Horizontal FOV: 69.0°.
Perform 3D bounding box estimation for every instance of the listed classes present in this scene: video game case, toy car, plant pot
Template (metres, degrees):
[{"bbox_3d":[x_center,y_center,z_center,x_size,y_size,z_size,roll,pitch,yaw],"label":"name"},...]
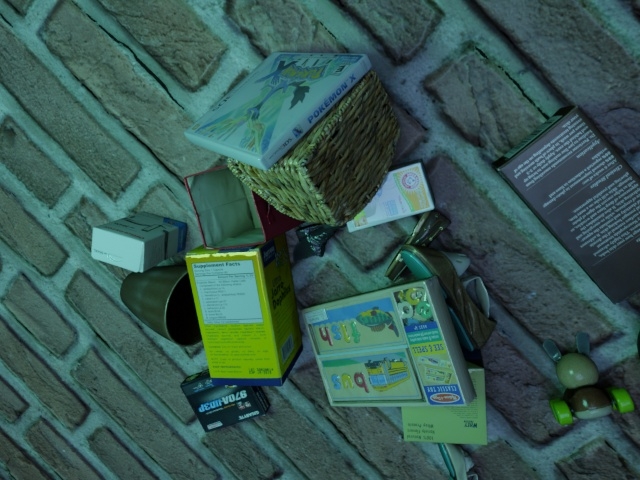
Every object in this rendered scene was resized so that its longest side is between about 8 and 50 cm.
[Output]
[{"bbox_3d":[-0.103,-0.285,0.960,0.300,0.329,0.036,-48,132,-14],"label":"video game case"},{"bbox_3d":[0.606,0.318,1.099,0.155,0.149,0.188,-19,71,15],"label":"toy car"},{"bbox_3d":[-0.426,0.155,1.271,0.231,0.215,0.215,10,107,26],"label":"plant pot"}]

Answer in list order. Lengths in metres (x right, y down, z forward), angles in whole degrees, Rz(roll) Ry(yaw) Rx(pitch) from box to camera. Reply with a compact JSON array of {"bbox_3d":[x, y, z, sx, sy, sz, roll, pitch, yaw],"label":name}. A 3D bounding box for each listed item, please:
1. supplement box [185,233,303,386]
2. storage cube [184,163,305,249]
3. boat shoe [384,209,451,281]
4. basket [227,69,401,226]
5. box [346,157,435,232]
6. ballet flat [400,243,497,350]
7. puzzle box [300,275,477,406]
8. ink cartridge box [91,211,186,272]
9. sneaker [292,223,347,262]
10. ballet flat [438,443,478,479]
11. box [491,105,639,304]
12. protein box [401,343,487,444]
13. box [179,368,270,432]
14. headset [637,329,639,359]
[{"bbox_3d":[-0.184,0.170,1.203,0.195,0.195,0.355,-4,104,15],"label":"supplement box"},{"bbox_3d":[-0.166,-0.097,1.105,0.215,0.193,0.183,-8,103,32],"label":"storage cube"},{"bbox_3d":[0.232,0.021,1.120,0.073,0.073,0.206,34,110,6],"label":"boat shoe"},{"bbox_3d":[0.002,-0.184,0.985,0.223,0.299,0.213,9,146,41],"label":"basket"},{"bbox_3d":[0.154,-0.107,1.090,0.203,0.103,0.114,-15,101,18],"label":"box"},{"bbox_3d":[0.315,0.109,1.086,0.124,0.116,0.342,-40,108,-8],"label":"ballet flat"},{"bbox_3d":[0.136,0.256,1.102,0.409,0.052,0.271,-22,85,44],"label":"puzzle box"},{"bbox_3d":[-0.470,-0.002,1.225,0.149,0.203,0.085,15,108,10],"label":"ink cartridge box"},{"bbox_3d":[-0.001,0.001,1.189,0.171,0.051,0.088,-13,101,22],"label":"sneaker"},{"bbox_3d":[0.377,0.620,1.251,0.086,0.086,0.248,-11,103,17],"label":"ballet flat"},{"bbox_3d":[0.563,-0.077,0.977,0.191,0.143,0.381,-41,90,20],"label":"box"},{"bbox_3d":[0.304,0.377,1.164,0.200,0.136,0.200,-4,102,15],"label":"protein box"},{"bbox_3d":[-0.284,0.459,1.382,0.221,0.051,0.175,-23,98,18],"label":"box"},{"bbox_3d":[0.789,0.220,0.949,0.244,0.185,0.394,-33,113,19],"label":"headset"}]
